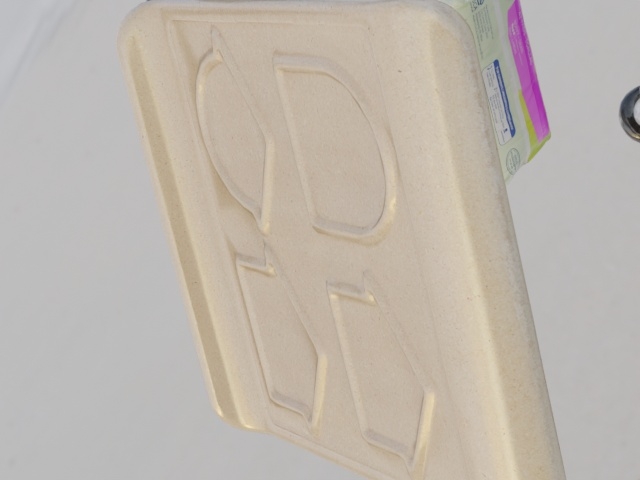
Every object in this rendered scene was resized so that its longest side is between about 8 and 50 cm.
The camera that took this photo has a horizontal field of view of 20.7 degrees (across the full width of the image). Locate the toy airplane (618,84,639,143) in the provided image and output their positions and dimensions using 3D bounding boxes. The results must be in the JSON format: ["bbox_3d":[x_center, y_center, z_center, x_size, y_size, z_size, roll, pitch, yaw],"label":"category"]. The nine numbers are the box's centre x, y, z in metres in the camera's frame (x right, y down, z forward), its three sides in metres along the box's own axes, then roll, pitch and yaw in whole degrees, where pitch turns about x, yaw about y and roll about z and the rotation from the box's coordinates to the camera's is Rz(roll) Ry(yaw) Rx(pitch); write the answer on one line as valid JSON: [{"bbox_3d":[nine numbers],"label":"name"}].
[{"bbox_3d":[0.473,-0.218,1.615,0.386,0.272,0.384,-61,-5,-51],"label":"toy airplane"}]

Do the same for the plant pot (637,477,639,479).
[{"bbox_3d":[0.420,0.349,1.882,0.032,0.236,0.236,-27,0,-20],"label":"plant pot"}]

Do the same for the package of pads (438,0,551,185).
[{"bbox_3d":[0.053,-0.177,1.571,0.101,0.296,0.229,-47,-41,-27],"label":"package of pads"}]

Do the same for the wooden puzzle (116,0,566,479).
[{"bbox_3d":[0.017,-0.002,1.108,0.080,0.322,0.348,-23,18,-30],"label":"wooden puzzle"}]
